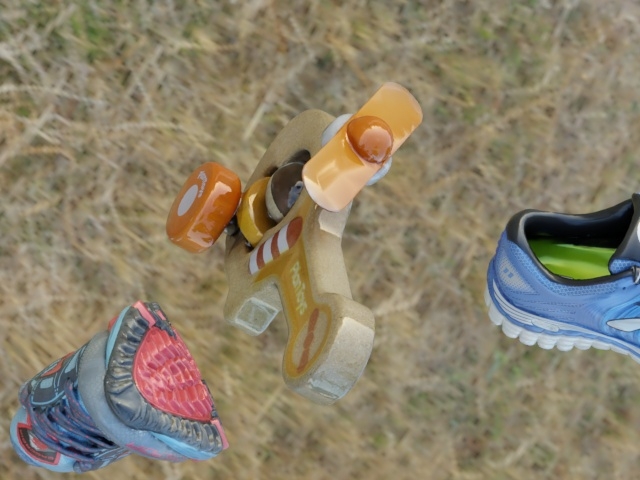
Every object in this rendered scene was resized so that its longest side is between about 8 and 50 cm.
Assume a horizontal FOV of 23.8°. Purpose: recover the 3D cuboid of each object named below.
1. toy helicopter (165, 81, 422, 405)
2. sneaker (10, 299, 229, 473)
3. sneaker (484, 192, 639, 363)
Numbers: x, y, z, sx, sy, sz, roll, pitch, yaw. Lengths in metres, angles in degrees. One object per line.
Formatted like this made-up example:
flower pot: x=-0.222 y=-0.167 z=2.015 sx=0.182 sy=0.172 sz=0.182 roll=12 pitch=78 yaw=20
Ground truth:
toy helicopter: x=0.000 y=0.000 z=1.248 sx=0.140 sy=0.355 sz=0.235 roll=30 pitch=112 yaw=-24
sneaker: x=-0.133 y=0.112 z=0.955 sx=0.125 sy=0.104 sz=0.262 roll=-32 pitch=180 yaw=-4
sneaker: x=0.312 y=0.044 z=1.378 sx=0.147 sy=0.330 sz=0.129 roll=84 pitch=19 yaw=-51
